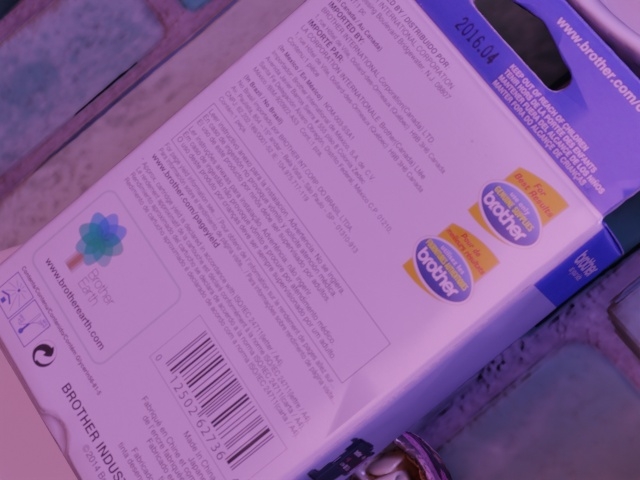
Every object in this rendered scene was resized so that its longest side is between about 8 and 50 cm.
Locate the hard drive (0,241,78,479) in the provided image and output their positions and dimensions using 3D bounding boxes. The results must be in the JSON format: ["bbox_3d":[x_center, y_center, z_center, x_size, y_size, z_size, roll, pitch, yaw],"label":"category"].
[{"bbox_3d":[-0.154,0.104,0.732,0.308,0.040,0.203,-17,74,15],"label":"hard drive"}]

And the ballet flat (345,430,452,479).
[{"bbox_3d":[0.052,0.183,0.618,0.077,0.079,0.221,-26,63,12],"label":"ballet flat"}]

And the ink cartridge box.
[{"bbox_3d":[0.000,0.000,0.639,0.311,0.065,0.185,-41,64,9],"label":"ink cartridge box"}]

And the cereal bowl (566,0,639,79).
[{"bbox_3d":[0.267,-0.183,0.643,0.339,0.141,0.338,-8,67,19],"label":"cereal bowl"}]
